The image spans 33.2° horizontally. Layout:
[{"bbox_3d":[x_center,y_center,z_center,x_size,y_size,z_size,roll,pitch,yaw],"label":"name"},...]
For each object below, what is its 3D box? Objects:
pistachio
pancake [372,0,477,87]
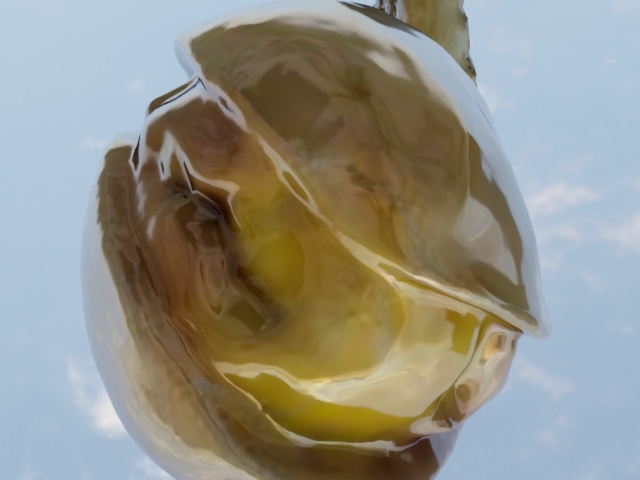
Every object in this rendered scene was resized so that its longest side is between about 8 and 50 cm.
[{"bbox_3d":[0.000,0.000,0.526,0.230,0.229,0.309,-23,-159,1],"label":"pistachio"},{"bbox_3d":[0.073,-0.203,0.879,0.082,0.387,0.386,-4,-132,1],"label":"pancake"}]
